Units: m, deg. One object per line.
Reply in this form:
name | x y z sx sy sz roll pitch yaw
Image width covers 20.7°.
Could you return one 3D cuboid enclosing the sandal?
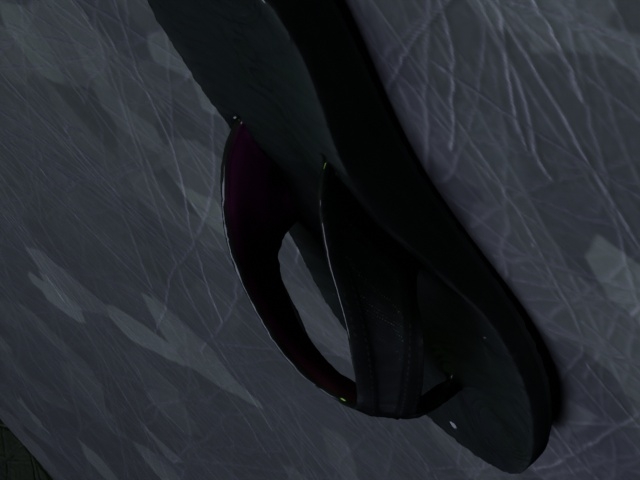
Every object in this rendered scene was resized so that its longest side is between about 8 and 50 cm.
sandal | -0.002 -0.001 1.049 0.167 0.107 0.445 16 146 50
